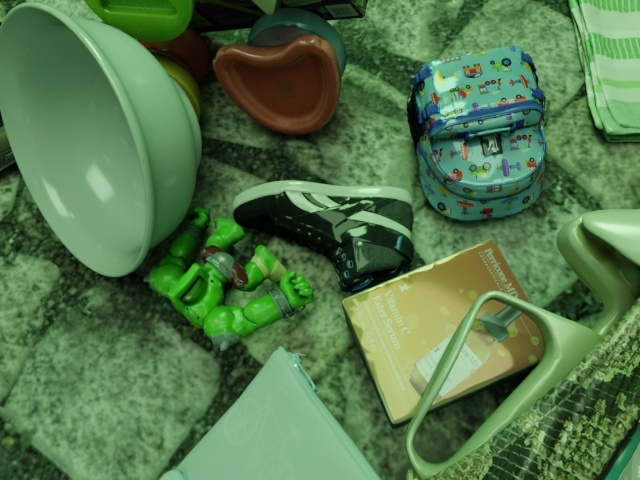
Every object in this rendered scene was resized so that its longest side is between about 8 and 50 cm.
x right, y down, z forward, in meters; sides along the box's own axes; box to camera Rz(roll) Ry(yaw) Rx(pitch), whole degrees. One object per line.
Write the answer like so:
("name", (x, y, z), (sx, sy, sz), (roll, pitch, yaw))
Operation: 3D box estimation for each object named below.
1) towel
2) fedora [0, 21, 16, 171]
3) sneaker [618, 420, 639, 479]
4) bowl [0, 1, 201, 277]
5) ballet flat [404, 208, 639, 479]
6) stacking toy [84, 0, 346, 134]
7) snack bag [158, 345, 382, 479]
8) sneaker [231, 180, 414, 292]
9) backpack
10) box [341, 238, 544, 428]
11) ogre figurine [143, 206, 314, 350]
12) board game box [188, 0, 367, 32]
("towel", (0.461, -0.277, 0.688), (0.247, 0.038, 0.325), (-2, 67, 5))
("fedora", (-0.530, -0.232, 0.727), (0.334, 0.152, 0.334), (-3, 67, 6))
("sneaker", (0.254, 0.245, 0.466), (0.118, 0.110, 0.292), (12, 62, 22))
("bowl", (-0.235, -0.118, 0.608), (0.298, 0.298, 0.134), (39, 43, 20))
("ballet flat", (0.212, 0.089, 0.417), (0.483, 0.164, 0.182), (-44, 65, -1))
("stacking toy", (-0.121, -0.268, 0.634), (0.308, 0.279, 0.130), (6, 57, 11))
("snack bag", (-0.073, 0.287, 0.402), (0.342, 0.037, 0.323), (-48, 36, -2))
("sneaker", (0.000, 0.000, 0.604), (0.216, 0.079, 0.121), (-1, 66, 5))
("backpack", (0.186, -0.117, 0.613), (0.158, 0.117, 0.173), (-6, 70, 5))
("box", (0.125, 0.098, 0.542), (0.170, 0.091, 0.130), (-23, 66, -3))
("ogre figurine", (-0.116, 0.042, 0.594), (0.197, 0.097, 0.118), (42, 66, 9))
("board game box", (-0.137, -0.327, 0.632), (0.346, 0.208, 0.056), (10, 89, 32))
